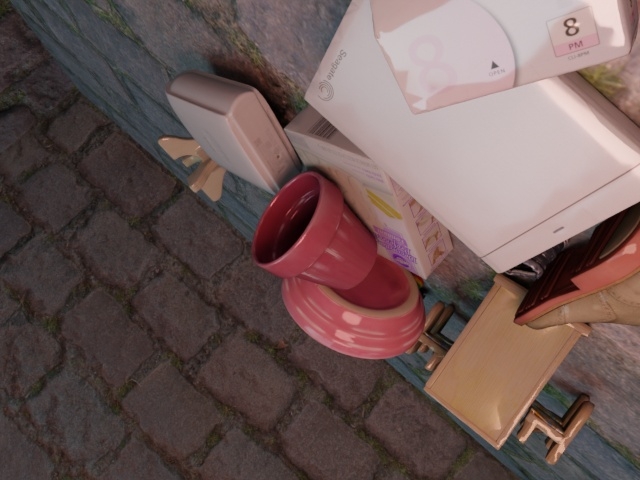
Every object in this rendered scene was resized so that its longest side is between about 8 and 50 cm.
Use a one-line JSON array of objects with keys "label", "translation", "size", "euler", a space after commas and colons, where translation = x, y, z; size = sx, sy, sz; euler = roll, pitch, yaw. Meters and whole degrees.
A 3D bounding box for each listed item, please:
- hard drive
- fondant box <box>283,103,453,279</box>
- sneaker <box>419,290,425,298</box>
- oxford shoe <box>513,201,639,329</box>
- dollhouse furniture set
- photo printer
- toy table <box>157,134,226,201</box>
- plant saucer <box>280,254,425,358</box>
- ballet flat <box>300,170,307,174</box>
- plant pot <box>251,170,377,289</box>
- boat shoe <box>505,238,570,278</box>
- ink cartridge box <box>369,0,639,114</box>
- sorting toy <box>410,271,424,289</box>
[{"label": "hard drive", "translation": [0.160, -0.132, 0.510], "size": [0.353, 0.047, 0.233], "euler": [43, 145, 1]}, {"label": "fondant box", "translation": [0.100, -0.092, 0.840], "size": [0.238, 0.096, 0.330], "euler": [30, 163, 41]}, {"label": "sneaker", "translation": [0.199, 0.151, 1.293], "size": [0.108, 0.100, 0.272], "euler": [52, 164, -16]}, {"label": "oxford shoe", "translation": [0.364, 0.077, 0.579], "size": [0.130, 0.123, 0.348], "euler": [33, 165, 13]}, {"label": "dollhouse furniture set", "translation": [0.392, 0.241, 0.935], "size": [0.362, 0.256, 0.394], "euler": [36, -174, 28]}, {"label": "photo printer", "translation": [-0.206, -0.249, 0.999], "size": [0.308, 0.107, 0.256], "euler": [31, 162, 39]}, {"label": "toy table", "translation": [-0.331, -0.245, 1.317], "size": [0.274, 0.161, 0.252], "euler": [52, -177, -27]}, {"label": "plant saucer", "translation": [0.083, 0.102, 0.974], "size": [0.332, 0.332, 0.084], "euler": [37, 128, 23]}, {"label": "ballet flat", "translation": [0.010, -0.095, 1.040], "size": [0.096, 0.096, 0.280], "euler": [5, 173, 15]}, {"label": "plant pot", "translation": [0.000, 0.000, 0.832], "size": [0.180, 0.201, 0.201], "euler": [33, 172, -30]}, {"label": "boat shoe", "translation": [0.264, -0.007, 0.666], "size": [0.183, 0.083, 0.065], "euler": [25, 158, 51]}, {"label": "ink cartridge box", "translation": [0.114, -0.228, 0.346], "size": [0.189, 0.066, 0.232], "euler": [-3, 136, 45]}, {"label": "sorting toy", "translation": [0.163, 0.052, 1.195], "size": [0.275, 0.046, 0.132], "euler": [35, 164, 23]}]
